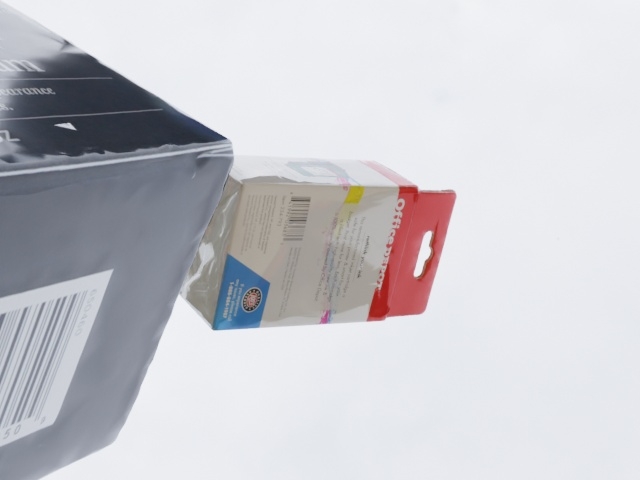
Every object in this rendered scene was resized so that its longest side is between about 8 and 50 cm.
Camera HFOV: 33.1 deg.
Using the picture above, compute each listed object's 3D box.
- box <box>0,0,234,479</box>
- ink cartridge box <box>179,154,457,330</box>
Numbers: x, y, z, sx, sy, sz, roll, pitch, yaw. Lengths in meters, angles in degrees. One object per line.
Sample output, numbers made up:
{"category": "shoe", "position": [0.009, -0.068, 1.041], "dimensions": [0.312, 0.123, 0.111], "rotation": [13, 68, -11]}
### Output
{"category": "box", "position": [-0.301, -0.041, 0.548], "dimensions": [0.395, 0.293, 0.212], "rotation": [32, -69, 19]}
{"category": "ink cartridge box", "position": [0.000, 0.000, 0.959], "dimensions": [0.078, 0.231, 0.134], "rotation": [37, -60, 49]}
